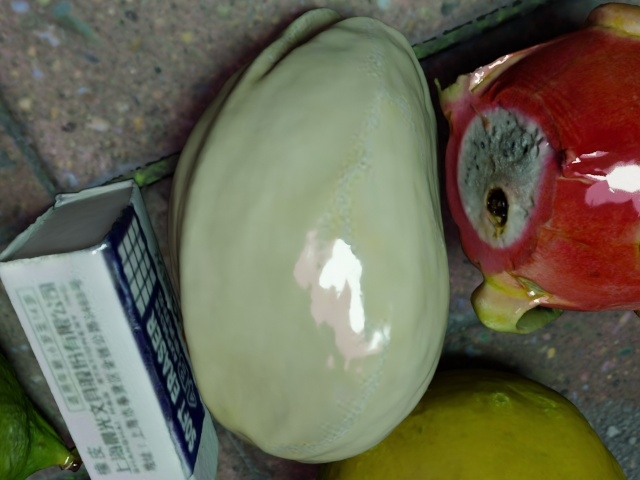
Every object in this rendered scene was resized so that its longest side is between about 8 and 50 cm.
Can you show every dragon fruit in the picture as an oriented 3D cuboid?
[{"bbox_3d":[0.201,-0.047,0.479,0.227,0.224,0.224,2,116,-21],"label":"dragon fruit"}]

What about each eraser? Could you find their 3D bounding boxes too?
[{"bbox_3d":[-0.155,0.107,0.566,0.086,0.130,0.287,-11,116,3],"label":"eraser"}]

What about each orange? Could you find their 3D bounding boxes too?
[{"bbox_3d":[0.126,0.240,0.594,0.279,0.235,0.279,-4,130,-5],"label":"orange"}]

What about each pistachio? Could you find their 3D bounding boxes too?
[{"bbox_3d":[0.000,0.000,0.491,0.226,0.207,0.332,-4,98,-35],"label":"pistachio"}]

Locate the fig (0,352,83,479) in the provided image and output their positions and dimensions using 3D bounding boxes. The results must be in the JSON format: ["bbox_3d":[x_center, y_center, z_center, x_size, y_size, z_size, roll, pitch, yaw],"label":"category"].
[{"bbox_3d":[-0.318,0.170,0.572,0.203,0.203,0.235,-35,146,12],"label":"fig"}]
